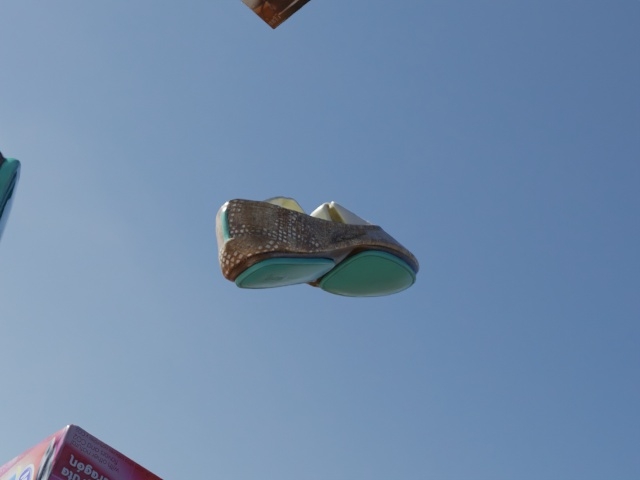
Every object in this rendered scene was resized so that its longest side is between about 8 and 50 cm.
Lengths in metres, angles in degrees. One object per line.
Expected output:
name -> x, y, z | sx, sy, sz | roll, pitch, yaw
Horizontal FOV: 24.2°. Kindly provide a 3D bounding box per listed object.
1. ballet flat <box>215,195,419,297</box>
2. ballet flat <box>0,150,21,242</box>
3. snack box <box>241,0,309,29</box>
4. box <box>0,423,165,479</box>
ballet flat -> 0.000, 0.000, 1.084 | 0.073, 0.067, 0.206 | -33, -23, 28
ballet flat -> -0.164, 0.055, 0.459 | 0.096, 0.280, 0.095 | 15, -56, -11
snack box -> 0.002, -0.263, 1.319 | 0.178, 0.022, 0.064 | -36, -53, 22
box -> -0.105, 0.242, 0.926 | 0.257, 0.122, 0.128 | 37, -45, -22
